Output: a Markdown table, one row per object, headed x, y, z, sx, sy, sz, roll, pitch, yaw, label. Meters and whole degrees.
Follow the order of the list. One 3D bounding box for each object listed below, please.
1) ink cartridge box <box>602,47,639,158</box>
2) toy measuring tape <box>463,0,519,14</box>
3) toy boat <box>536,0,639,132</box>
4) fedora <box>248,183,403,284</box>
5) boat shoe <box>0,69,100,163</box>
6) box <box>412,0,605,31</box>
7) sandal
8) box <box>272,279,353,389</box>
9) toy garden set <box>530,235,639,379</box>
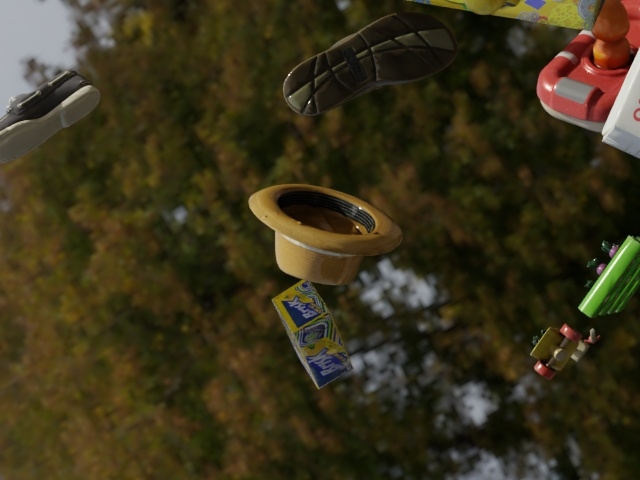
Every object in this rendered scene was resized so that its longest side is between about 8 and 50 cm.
| x | y | z | sx | sy | sz | roll | pitch | yaw | label |
| --- | --- | --- | --- | --- | --- | --- | --- | --- | --- |
| 0.417 | -0.135 | 1.730 | 0.212 | 0.154 | 0.093 | 25 | 174 | 6 | ink cartridge box |
| 0.213 | -0.348 | 1.501 | 0.121 | 0.330 | 0.121 | 23 | 179 | 1 | toy measuring tape |
| 0.399 | -0.265 | 2.305 | 0.231 | 0.151 | 0.151 | -44 | -39 | -32 | toy boat |
| 0.000 | 0.000 | 1.934 | 0.194 | 0.079 | 0.194 | 13 | -161 | -5 | fedora |
| -0.413 | -0.176 | 2.389 | 0.065 | 0.206 | 0.075 | 49 | 156 | 21 | boat shoe |
| 0.226 | -0.404 | 2.090 | 0.279 | 0.290 | 0.177 | -55 | -27 | -60 | box |
| 0.059 | -0.212 | 2.063 | 0.090 | 0.219 | 0.060 | 64 | 178 | 3 | sandal |
| -0.008 | 0.117 | 2.071 | 0.059 | 0.054 | 0.169 | 57 | 174 | 30 | box |
| 0.347 | 0.076 | 2.140 | 0.049 | 0.204 | 0.244 | 36 | -170 | 16 | toy garden set |
